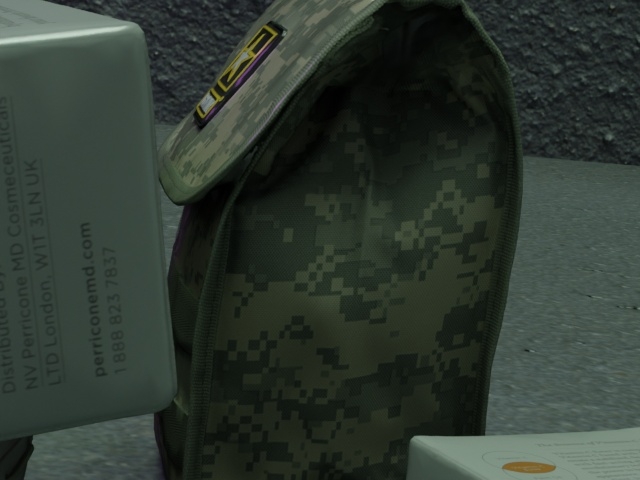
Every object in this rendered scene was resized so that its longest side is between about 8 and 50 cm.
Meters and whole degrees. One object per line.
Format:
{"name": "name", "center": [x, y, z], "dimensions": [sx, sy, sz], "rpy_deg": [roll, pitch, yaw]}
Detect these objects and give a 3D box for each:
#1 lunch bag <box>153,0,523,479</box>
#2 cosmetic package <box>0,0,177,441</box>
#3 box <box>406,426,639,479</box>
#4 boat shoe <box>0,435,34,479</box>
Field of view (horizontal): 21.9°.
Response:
{"name": "lunch bag", "center": [0.000, 0.000, 0.836], "dimensions": [0.169, 0.287, 0.235], "rpy_deg": [5, 10, -10]}
{"name": "cosmetic package", "center": [-0.309, 0.005, 0.657], "dimensions": [0.453, 0.161, 0.230], "rpy_deg": [-8, 14, -20]}
{"name": "box", "center": [0.126, 0.141, 0.645], "dimensions": [0.130, 0.091, 0.170], "rpy_deg": [1, 10, -27]}
{"name": "boat shoe", "center": [-0.174, 0.104, 0.749], "dimensions": [0.083, 0.076, 0.226], "rpy_deg": [-17, 10, 14]}
